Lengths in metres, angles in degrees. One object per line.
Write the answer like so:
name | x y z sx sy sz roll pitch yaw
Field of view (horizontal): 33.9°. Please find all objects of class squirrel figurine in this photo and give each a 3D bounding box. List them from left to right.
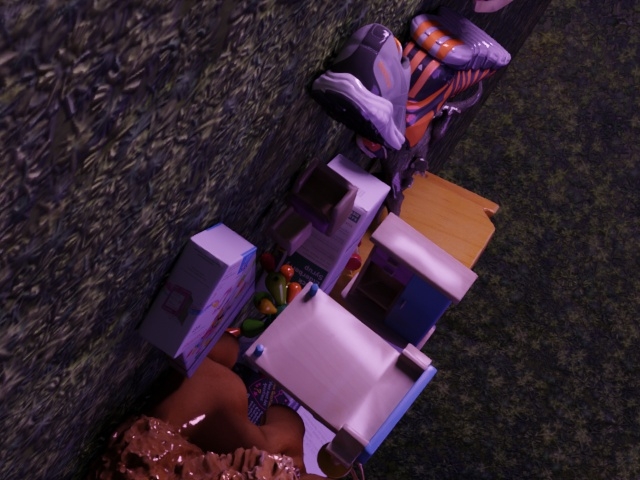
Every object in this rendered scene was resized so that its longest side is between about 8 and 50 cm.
squirrel figurine | -0.094 0.346 1.346 0.281 0.370 0.397 -55 173 8

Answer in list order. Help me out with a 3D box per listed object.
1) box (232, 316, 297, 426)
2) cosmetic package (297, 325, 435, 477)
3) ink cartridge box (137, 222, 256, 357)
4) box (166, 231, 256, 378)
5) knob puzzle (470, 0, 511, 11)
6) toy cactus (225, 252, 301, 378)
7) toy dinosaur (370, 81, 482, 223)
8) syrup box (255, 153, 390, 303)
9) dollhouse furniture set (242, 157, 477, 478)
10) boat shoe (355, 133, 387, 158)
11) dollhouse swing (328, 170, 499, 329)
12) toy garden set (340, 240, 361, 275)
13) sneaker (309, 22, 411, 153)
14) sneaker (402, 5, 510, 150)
box | -0.093 0.244 1.840 0.163 0.142 0.247 -58 173 18
cosmetic package | 0.009 0.279 2.158 0.230 0.161 0.453 -4 -142 50
ink cartridge box | -0.127 0.051 1.086 0.122 0.052 0.088 -57 173 18
box | -0.132 0.081 1.254 0.145 0.038 0.186 -54 172 -18
knob puzzle | 0.282 -0.431 1.597 0.213 0.030 0.213 -39 151 -27
toy cactus | -0.060 0.139 1.498 0.112 0.180 0.219 -12 140 -28
toy dinosaur | 0.172 -0.186 1.906 0.313 0.121 0.160 -59 -174 -9
syrup box | 0.000 0.000 1.540 0.096 0.093 0.236 -47 169 -54
dollhouse furniture set | 0.000 0.118 1.335 0.303 0.286 0.198 -49 172 -28
boat shoe | 0.078 -0.149 1.607 0.043 0.049 0.137 -14 178 4
dollhouse swing | 0.132 0.074 2.108 0.347 0.315 0.304 -50 160 -41
toy garden set | 0.003 0.031 1.727 0.244 0.049 0.203 -56 -162 33
sneaker | 0.065 -0.170 1.194 0.108 0.100 0.271 -61 173 1
sneaker | 0.158 -0.234 1.522 0.180 0.124 0.321 -54 163 24
